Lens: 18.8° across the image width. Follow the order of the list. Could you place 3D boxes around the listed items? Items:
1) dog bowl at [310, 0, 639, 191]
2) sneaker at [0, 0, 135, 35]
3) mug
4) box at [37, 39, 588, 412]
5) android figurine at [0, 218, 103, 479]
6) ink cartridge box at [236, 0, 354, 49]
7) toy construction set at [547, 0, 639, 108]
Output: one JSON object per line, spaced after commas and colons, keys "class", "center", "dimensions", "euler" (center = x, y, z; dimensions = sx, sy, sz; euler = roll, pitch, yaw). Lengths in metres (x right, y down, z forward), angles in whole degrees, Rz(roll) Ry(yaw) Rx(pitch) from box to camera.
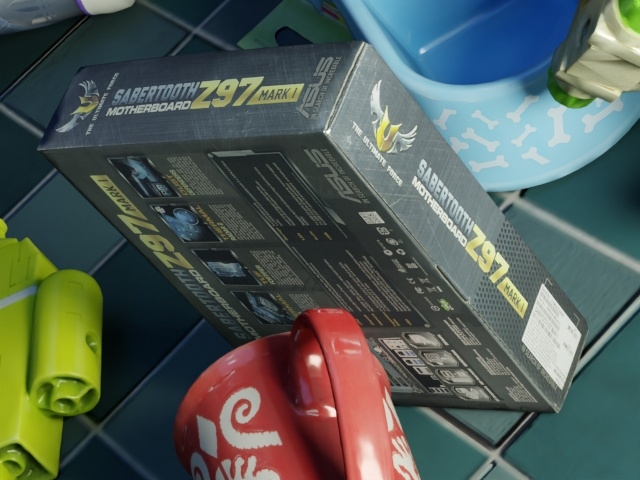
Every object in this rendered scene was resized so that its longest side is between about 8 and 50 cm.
{"class": "dog bowl", "center": [0.079, -0.161, 1.131], "dimensions": [0.166, 0.074, 0.297], "euler": [-31, 52, 3]}
{"class": "sneaker", "center": [-0.249, -0.290, 1.506], "dimensions": [0.236, 0.130, 0.323], "euler": [-4, 52, 11]}
{"class": "mug", "center": [-0.002, 0.127, 0.900], "dimensions": [0.113, 0.150, 0.169], "euler": [-25, 42, 1]}
{"class": "box", "center": [0.000, 0.000, 0.953], "dimensions": [0.183, 0.233, 0.059], "euler": [-2, 52, 39]}
{"class": "android figurine", "center": [-0.237, 0.095, 1.199], "dimensions": [0.248, 0.056, 0.273], "euler": [-22, 42, 20]}
{"class": "ink cartridge box", "center": [0.027, -0.204, 1.282], "dimensions": [0.209, 0.062, 0.109], "euler": [-44, 38, -6]}
{"class": "toy construction set", "center": [0.212, -0.171, 0.993], "dimensions": [0.151, 0.215, 0.328], "euler": [121, 171, -54]}
